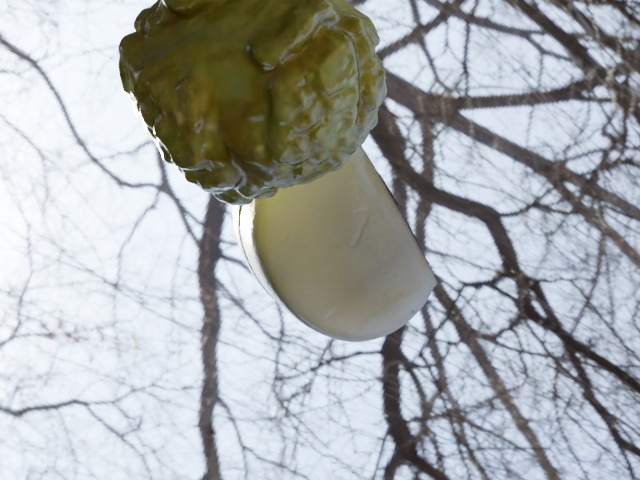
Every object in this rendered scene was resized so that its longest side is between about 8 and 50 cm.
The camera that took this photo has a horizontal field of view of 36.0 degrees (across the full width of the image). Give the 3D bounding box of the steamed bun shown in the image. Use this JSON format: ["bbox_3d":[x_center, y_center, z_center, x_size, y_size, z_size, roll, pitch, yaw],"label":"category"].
[{"bbox_3d":[0.000,0.000,1.101,0.164,0.241,0.146,-35,-161,-10],"label":"steamed bun"}]

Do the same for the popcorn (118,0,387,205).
[{"bbox_3d":[-0.058,-0.146,0.862,0.256,0.195,0.254,22,-70,44],"label":"popcorn"}]
